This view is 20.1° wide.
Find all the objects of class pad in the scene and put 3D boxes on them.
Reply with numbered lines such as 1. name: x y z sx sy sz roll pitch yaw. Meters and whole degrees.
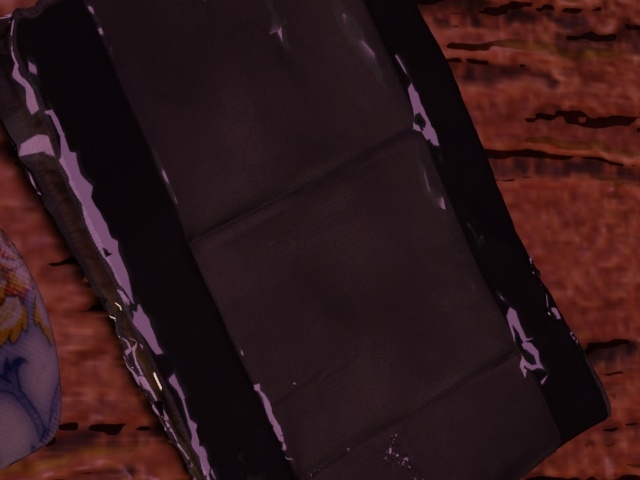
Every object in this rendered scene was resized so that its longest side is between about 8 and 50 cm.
1. pad: 0.000 0.000 0.634 0.174 0.022 0.233 -31 98 -32

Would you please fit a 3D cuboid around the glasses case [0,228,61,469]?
1. glasses case: -0.187 0.058 0.484 0.248 0.065 0.087 -15 87 -33
